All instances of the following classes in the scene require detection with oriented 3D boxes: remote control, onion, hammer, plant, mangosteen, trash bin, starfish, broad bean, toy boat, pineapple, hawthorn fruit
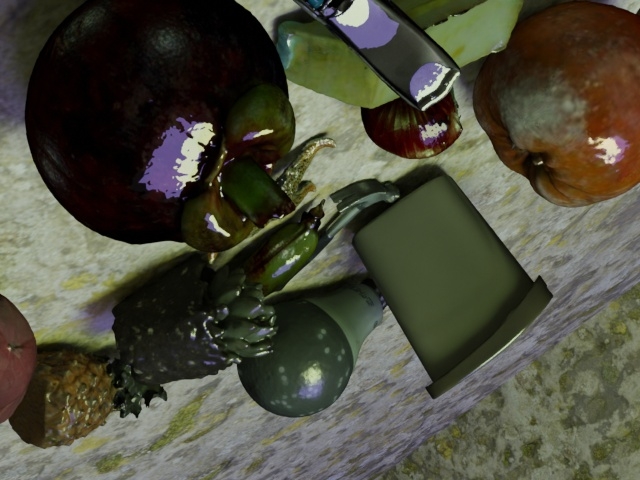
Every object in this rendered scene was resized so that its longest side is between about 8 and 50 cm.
[{"bbox_3d":[0.037,-0.189,0.770,0.212,0.028,0.059,35,106,-27],"label":"remote control"},{"bbox_3d":[0.098,-0.143,0.974,0.118,0.117,0.119,-5,141,-4],"label":"onion"},{"bbox_3d":[0.000,0.000,1.264,0.103,0.029,0.246,-1,145,-50],"label":"hammer"},{"bbox_3d":[-0.153,0.099,1.122,0.194,0.132,0.129,-18,134,1],"label":"plant"},{"bbox_3d":[-0.119,-0.084,0.706,0.216,0.216,0.216,-26,157,-12],"label":"mangosteen"},{"bbox_3d":[0.185,0.059,1.287,0.219,0.250,0.220,-35,169,8],"label":"trash bin"},{"bbox_3d":[-0.072,-0.059,1.039,0.208,0.053,0.176,-33,148,-10],"label":"starfish"},{"bbox_3d":[-0.101,0.065,1.224,0.339,0.061,0.077,-42,175,26],"label":"broad bean"},{"bbox_3d":[0.095,-0.205,0.877,0.276,0.084,0.111,-23,152,-18],"label":"toy boat"},{"bbox_3d":[-0.289,0.192,1.197,0.128,0.128,0.248,-44,159,30],"label":"pineapple"},{"bbox_3d":[0.310,-0.158,1.050,0.263,0.231,0.235,-14,164,-23],"label":"hawthorn fruit"}]

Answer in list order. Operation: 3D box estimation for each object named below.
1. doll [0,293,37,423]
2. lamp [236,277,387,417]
[{"bbox_3d":[-0.394,0.134,0.888,0.256,0.152,0.196,-28,174,15],"label":"doll"},{"bbox_3d":[0.014,0.149,1.414,0.314,0.182,0.182,-33,159,-20],"label":"lamp"}]
